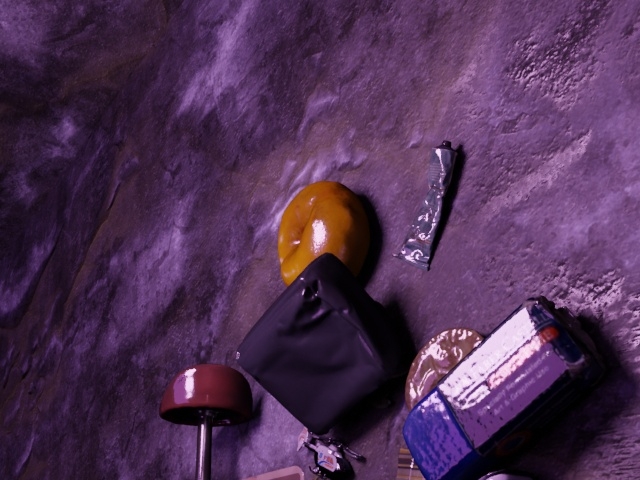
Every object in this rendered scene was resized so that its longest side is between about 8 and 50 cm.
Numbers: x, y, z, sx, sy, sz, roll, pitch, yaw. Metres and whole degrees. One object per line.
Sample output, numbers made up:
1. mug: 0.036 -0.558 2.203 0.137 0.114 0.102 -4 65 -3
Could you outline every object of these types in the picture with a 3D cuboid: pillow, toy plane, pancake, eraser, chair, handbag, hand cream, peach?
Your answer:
1. pillow: 0.165 0.466 1.580 0.113 0.038 0.203 -15 64 52
2. toy plane: 0.009 0.431 1.813 0.197 0.053 0.078 16 82 55
3. pancake: 0.240 0.264 1.554 0.236 0.042 0.222 26 94 53
4. eraser: 0.276 0.242 1.412 0.332 0.101 0.155 -46 50 20
5. chair: -0.259 0.496 2.018 0.226 0.226 0.401 -28 54 47
6. handbag: 0.018 0.204 1.768 0.302 0.275 0.178 -49 -1 37
7. hand cream: 0.206 -0.072 1.731 0.075 0.052 0.248 25 97 57
8. peach: 0.000 0.000 1.916 0.251 0.153 0.251 -33 45 40

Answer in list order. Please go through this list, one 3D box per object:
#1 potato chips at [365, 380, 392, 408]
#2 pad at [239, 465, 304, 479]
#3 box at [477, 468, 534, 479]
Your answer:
1. potato chips: 0.099 0.243 1.782 0.142 0.026 0.209 -42 46 36
2. pad: -0.111 0.548 1.780 0.266 0.002 0.176 -29 55 45
3. box: 0.281 0.536 1.322 0.190 0.112 0.370 -47 43 33
